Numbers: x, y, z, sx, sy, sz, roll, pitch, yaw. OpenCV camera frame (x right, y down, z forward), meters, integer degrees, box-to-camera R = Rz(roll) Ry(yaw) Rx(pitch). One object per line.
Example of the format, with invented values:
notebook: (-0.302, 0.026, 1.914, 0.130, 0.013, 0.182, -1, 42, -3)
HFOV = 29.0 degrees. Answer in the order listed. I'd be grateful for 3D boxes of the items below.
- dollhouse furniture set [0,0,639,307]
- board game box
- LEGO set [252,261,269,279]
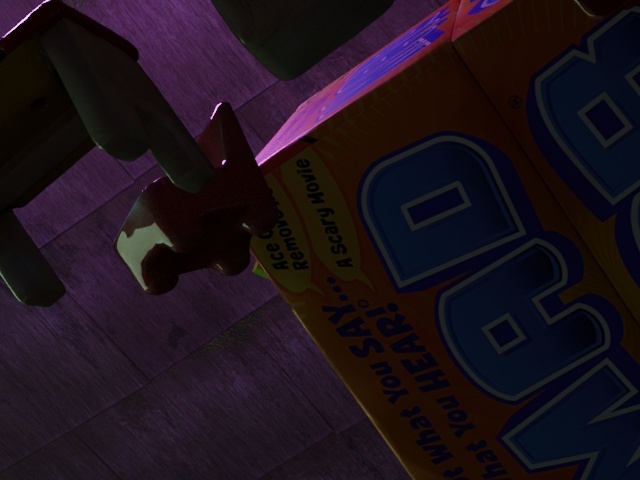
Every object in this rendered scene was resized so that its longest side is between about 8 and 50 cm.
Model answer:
dollhouse furniture set: (-0.001, -0.131, 0.536, 0.152, 0.374, 0.201, 58, -167, 21)
board game box: (0.198, -0.022, 0.913, 0.356, 0.356, 0.356, 55, -165, -9)
LEGO set: (0.000, 0.000, 1.103, 0.227, 0.093, 0.087, 26, -118, -13)
